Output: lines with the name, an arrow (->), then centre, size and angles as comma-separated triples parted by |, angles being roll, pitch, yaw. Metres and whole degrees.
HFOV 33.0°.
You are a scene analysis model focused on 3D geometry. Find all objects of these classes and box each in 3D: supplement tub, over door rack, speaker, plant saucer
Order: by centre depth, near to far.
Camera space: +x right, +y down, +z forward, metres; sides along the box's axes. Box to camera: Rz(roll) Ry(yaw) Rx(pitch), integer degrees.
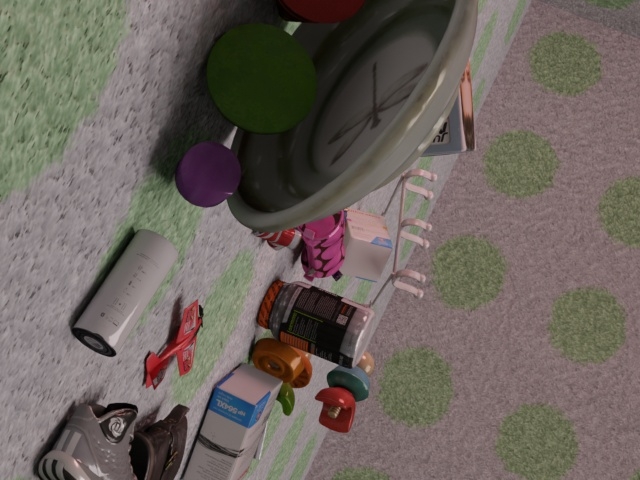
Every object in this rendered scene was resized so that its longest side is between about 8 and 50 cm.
speaker -> -0.207, 0.054, 1.158 | 0.055, 0.055, 0.136 | 94, 22, -61
plant saucer -> 0.051, -0.165, 1.231 | 0.400, 0.100, 0.400 | -38, -148, 30
supplement tub -> -0.007, 0.145, 1.930 | 0.117, 0.190, 0.117 | 21, 90, -78
over door rack -> 0.162, 0.010, 2.281 | 0.324, 0.108, 0.239 | 139, -38, -66

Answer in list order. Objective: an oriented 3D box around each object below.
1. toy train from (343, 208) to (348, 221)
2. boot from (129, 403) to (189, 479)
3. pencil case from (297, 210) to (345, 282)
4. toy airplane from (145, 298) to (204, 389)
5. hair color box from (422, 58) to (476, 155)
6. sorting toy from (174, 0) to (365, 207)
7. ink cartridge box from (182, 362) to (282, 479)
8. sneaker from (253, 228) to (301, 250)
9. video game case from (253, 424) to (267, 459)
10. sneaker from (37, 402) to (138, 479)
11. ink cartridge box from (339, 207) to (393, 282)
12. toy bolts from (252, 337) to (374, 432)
toy train -> 0.022, -0.001, 2.179 | 0.036, 0.027, 0.158 | -114, -139, -64
boot -> -0.255, 0.356, 1.475 | 0.263, 0.091, 0.229 | -65, 171, -1
pencil case -> 0.000, 0.000, 1.954 | 0.098, 0.095, 0.209 | -47, 161, -16
toy airplane -> -0.198, 0.148, 1.466 | 0.151, 0.028, 0.151 | 23, 90, -78
hair color box -> 0.148, -0.308, 1.544 | 0.185, 0.113, 0.374 | -21, 107, -74
sorting toy -> -0.072, -0.188, 1.242 | 0.365, 0.127, 0.126 | -64, -167, -19
ink cartridge box -> -0.156, 0.340, 1.912 | 0.203, 0.086, 0.148 | -69, 170, 15
sneaker -> -0.078, -0.014, 1.693 | 0.042, 0.067, 0.118 | -67, -161, -9
video game case -> -0.133, 0.359, 2.043 | 0.122, 0.011, 0.087 | 5, -98, 65
sneaker -> -0.235, 0.266, 1.285 | 0.229, 0.086, 0.132 | 61, 41, -49
ink cartridge box -> 0.081, 0.003, 2.197 | 0.143, 0.092, 0.090 | -100, -152, -59
toy bolts -> -0.010, 0.234, 2.054 | 0.218, 0.228, 0.158 | 89, 25, -47
